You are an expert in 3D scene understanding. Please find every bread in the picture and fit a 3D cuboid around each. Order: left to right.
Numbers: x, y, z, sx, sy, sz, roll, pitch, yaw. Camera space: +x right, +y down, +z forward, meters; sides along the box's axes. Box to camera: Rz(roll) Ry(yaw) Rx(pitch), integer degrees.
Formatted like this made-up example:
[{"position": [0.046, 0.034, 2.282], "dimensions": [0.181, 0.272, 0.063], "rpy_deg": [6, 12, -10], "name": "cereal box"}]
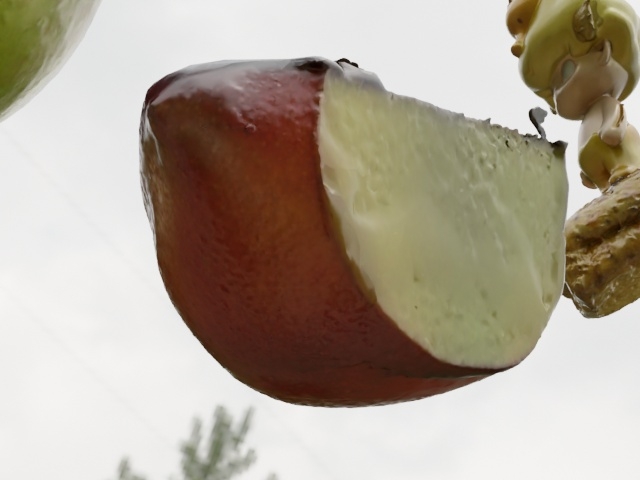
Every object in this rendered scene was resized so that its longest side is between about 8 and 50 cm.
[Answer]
[{"position": [0.278, -0.020, 1.309], "dimensions": [0.083, 0.211, 0.114], "rpy_deg": [56, 1, 20], "name": "bread"}]

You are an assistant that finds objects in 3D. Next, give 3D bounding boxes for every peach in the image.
[{"position": [0.002, 0.006, 0.799], "dimensions": [0.159, 0.154, 0.267], "rpy_deg": [-16, -16, 35], "name": "peach"}]

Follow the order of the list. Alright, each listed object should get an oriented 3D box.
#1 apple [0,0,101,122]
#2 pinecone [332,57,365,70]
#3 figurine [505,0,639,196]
[{"position": [-0.292, -0.214, 1.035], "dimensions": [0.340, 0.339, 0.339], "rpy_deg": [14, -32, 9], "name": "apple"}, {"position": [0.015, -0.131, 1.536], "dimensions": [0.077, 0.083, 0.077], "rpy_deg": [5, -49, 6], "name": "pinecone"}, {"position": [0.248, -0.145, 1.461], "dimensions": [0.131, 0.246, 0.156], "rpy_deg": [-6, -27, -12], "name": "figurine"}]
